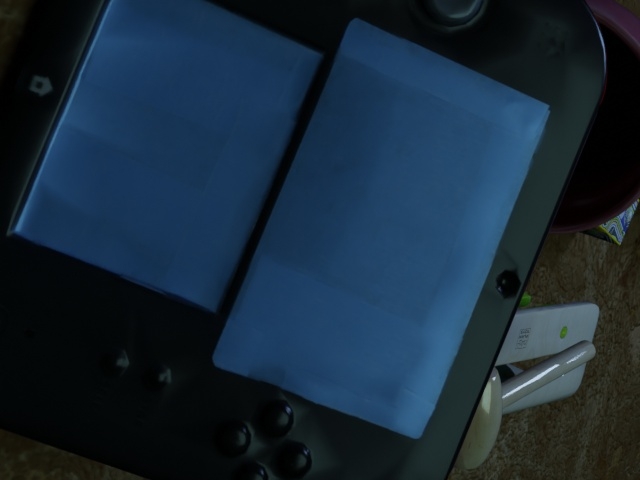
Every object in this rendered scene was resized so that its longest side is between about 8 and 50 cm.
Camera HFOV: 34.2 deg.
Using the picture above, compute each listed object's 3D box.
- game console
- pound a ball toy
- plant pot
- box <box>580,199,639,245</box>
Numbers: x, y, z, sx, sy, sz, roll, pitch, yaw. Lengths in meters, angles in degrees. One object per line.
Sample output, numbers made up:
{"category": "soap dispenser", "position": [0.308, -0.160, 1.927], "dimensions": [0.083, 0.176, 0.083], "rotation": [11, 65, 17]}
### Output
{"category": "game console", "position": [-0.024, -0.032, 0.639], "dimensions": [0.342, 0.060, 0.386], "rotation": [23, 88, -18]}
{"category": "pound a ball toy", "position": [0.130, 0.118, 0.886], "dimensions": [0.319, 0.208, 0.135], "rotation": [-3, 111, -48]}
{"category": "plant pot", "position": [0.217, -0.127, 0.904], "dimensions": [0.180, 0.201, 0.201], "rotation": [-36, 132, -54]}
{"category": "box", "position": [0.274, -0.053, 1.092], "dimensions": [0.169, 0.054, 0.059], "rotation": [30, 83, -49]}
